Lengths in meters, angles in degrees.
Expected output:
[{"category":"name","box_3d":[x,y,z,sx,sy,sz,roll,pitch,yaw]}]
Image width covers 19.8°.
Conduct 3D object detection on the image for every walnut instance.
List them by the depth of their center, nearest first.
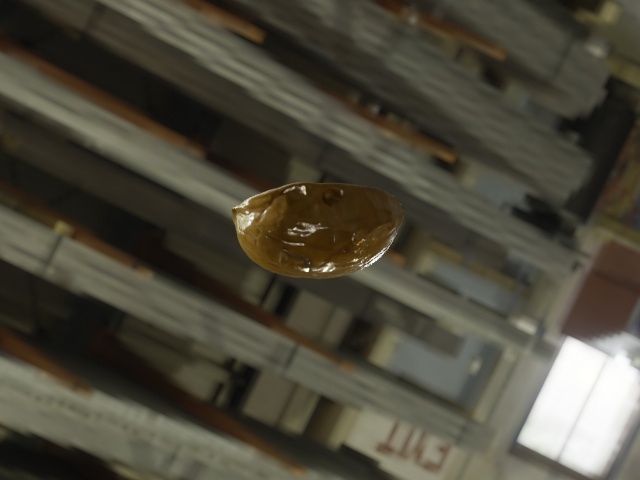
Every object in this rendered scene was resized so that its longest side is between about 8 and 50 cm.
[{"category":"walnut","box_3d":[0.000,0.000,1.250,0.121,0.052,0.091,-1,158,-11]}]
